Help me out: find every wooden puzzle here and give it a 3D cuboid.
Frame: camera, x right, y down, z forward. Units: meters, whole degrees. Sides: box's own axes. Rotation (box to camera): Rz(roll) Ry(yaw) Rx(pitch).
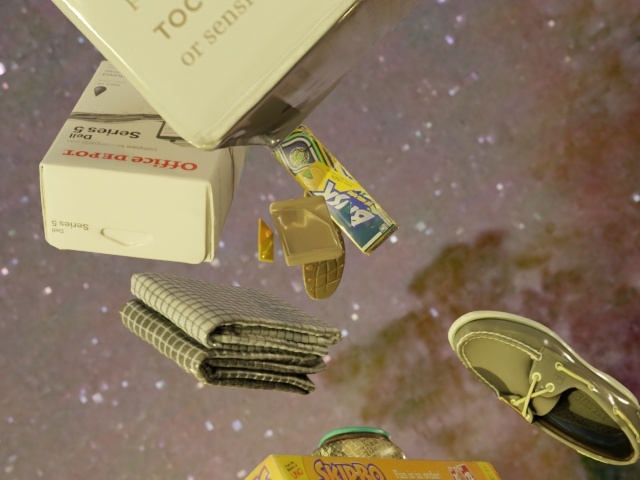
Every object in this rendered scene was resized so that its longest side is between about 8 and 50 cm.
[{"bbox_3d":[-0.017,-0.010,1.284,0.116,0.079,0.014,-2,-20,-22],"label":"wooden puzzle"}]

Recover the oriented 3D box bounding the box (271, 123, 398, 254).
[{"bbox_3d":[0.019,-0.061,1.446,0.054,0.169,0.059,-43,-8,3],"label":"box"}]

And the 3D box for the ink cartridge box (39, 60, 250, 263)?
[{"bbox_3d":[-0.201,-0.102,1.435,0.198,0.273,0.115,6,-56,3],"label":"ink cartridge box"}]

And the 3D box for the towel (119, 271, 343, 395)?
[{"bbox_3d":[-0.144,0.148,1.891,0.283,0.235,0.121,11,-80,-43],"label":"towel"}]

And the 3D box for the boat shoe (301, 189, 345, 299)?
[{"bbox_3d":[0.000,0.000,1.750,0.064,0.178,0.060,1,-6,-12],"label":"boat shoe"}]

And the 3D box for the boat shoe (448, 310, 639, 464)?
[{"bbox_3d":[0.302,0.196,1.568,0.109,0.305,0.091,-51,16,28],"label":"boat shoe"}]

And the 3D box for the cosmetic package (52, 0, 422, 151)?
[{"bbox_3d":[-0.068,-0.303,0.717,0.327,0.394,0.329,-44,0,6],"label":"cosmetic package"}]

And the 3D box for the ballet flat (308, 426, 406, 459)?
[{"bbox_3d":[0.026,0.395,1.618,0.164,0.182,0.483,0,-23,-6],"label":"ballet flat"}]

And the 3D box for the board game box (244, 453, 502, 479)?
[{"bbox_3d":[0.006,0.185,0.746,0.124,0.039,0.259,-47,-32,21],"label":"board game box"}]
